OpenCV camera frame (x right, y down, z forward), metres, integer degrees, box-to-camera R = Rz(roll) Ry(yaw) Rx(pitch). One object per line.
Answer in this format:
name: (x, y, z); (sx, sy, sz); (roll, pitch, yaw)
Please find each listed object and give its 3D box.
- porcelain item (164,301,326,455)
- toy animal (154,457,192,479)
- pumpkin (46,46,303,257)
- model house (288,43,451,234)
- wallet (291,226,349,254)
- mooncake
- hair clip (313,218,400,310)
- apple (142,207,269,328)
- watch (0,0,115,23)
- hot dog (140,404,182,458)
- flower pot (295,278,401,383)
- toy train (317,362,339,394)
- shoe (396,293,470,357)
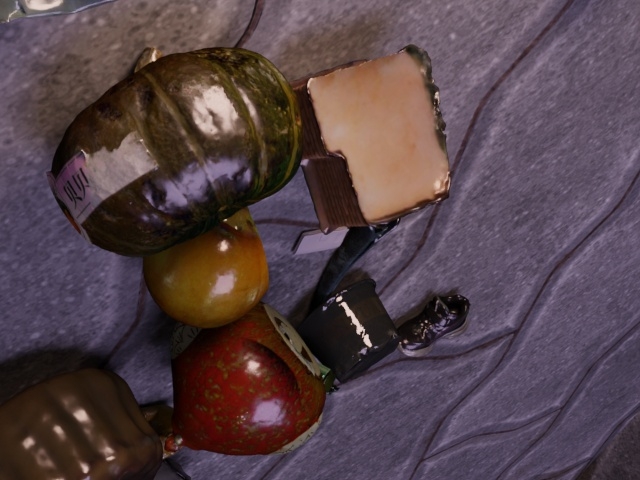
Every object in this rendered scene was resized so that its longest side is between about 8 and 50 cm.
porcelain item: (-0.123, 0.202, 1.569); (0.253, 0.253, 0.253); (-26, 151, -16)
toy animal: (-0.305, 0.505, 1.862); (0.310, 0.247, 0.183); (-49, -175, -17)
pumpkin: (-0.142, -0.101, 1.150); (0.260, 0.189, 0.260); (-27, 180, 0)
model house: (0.036, -0.110, 1.339); (0.166, 0.183, 0.172); (-21, -172, -28)
wallet: (0.000, 0.000, 1.631); (0.083, 0.011, 0.044); (-9, 143, -38)
mooncake: (-0.348, 0.303, 1.519); (0.290, 0.161, 0.290); (-35, 165, -11)
hair clip: (0.034, 0.034, 1.704); (0.070, 0.039, 0.229); (-11, 149, -42)
apple: (-0.128, 0.023, 1.391); (0.163, 0.146, 0.147); (-10, 140, -35)
watch: (-0.239, -0.257, 0.837); (0.241, 0.161, 0.253); (-24, 151, -5)
hot dog: (-0.312, 0.316, 1.712); (0.242, 0.084, 0.073); (-27, 152, -12)
flower pot: (0.050, 0.145, 1.784); (0.157, 0.107, 0.157); (-35, 163, -13)
toy train: (-0.038, 0.190, 1.753); (0.038, 0.148, 0.071); (-61, 156, -12)
shoe: (0.196, 0.133, 1.995); (0.169, 0.071, 0.099); (-21, 147, -32)
